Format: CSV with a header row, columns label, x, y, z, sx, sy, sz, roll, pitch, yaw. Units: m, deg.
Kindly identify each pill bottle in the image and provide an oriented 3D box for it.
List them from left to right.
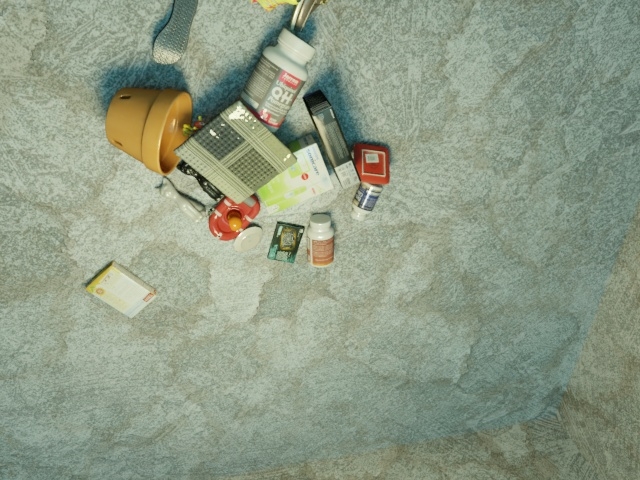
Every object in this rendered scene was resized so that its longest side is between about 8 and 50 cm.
label,x,y,z,sx,sy,sz,roll,pitch,yaw
pill bottle,-0.151,-0.554,1.588,0.176,0.176,0.319,24,113,-24
pill bottle,0.000,0.000,1.991,0.121,0.121,0.216,-5,122,-9
pill bottle,0.190,-0.172,1.943,0.094,0.094,0.170,14,117,-19

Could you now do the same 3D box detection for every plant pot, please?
label,x,y,z,sx,sy,sz,roll,pitch,yaw
plant pot,-0.584,-0.392,1.554,0.203,0.291,0.291,18,117,-3

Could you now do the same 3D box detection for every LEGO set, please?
label,x,y,z,sx,sy,sz,roll,pitch,yaw
LEGO set,-0.448,-0.104,1.834,0.023,0.054,0.083,44,142,-16

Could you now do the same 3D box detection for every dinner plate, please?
label,x,y,z,sx,sy,sz,roll,pitch,yaw
dinner plate,-0.303,0.000,1.948,0.141,0.017,0.141,-29,146,-22

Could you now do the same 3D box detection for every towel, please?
label,x,y,z,sx,sy,sz,roll,pitch,yaw
towel,-0.292,-0.304,1.624,0.312,0.056,0.324,-32,131,18

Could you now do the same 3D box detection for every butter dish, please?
label,x,y,z,sx,sy,sz,roll,pitch,yaw
butter dish,0.190,-0.298,1.860,0.160,0.118,0.160,3,81,-19

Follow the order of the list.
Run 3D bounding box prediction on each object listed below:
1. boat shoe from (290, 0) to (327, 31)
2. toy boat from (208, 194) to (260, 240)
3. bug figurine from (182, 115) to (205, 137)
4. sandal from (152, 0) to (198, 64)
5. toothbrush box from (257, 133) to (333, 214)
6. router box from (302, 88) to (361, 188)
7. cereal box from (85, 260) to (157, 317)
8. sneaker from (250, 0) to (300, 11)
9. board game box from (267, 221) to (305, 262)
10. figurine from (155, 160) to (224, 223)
label,x,y,z,sx,sy,sz,roll,pitch,yaw
boat shoe,-0.005,-0.832,1.489,0.096,0.117,0.325,19,110,-18
toy boat,-0.349,-0.089,1.844,0.151,0.151,0.231,37,108,-28
bug figurine,-0.359,-0.352,1.677,0.278,0.072,0.216,-10,134,-33
sandal,-0.473,-0.699,1.512,0.097,0.054,0.255,23,104,-32
toothbrush box,-0.120,-0.259,1.808,0.283,0.122,0.206,-23,122,1
router box,0.041,-0.377,1.698,0.080,0.243,0.309,-24,123,3
cereal box,-0.858,0.216,1.983,0.173,0.047,0.240,-38,121,12
sneaker,-0.148,-0.783,1.472,0.081,0.208,0.094,-40,149,-40
board game box,-0.154,0.010,2.020,0.126,0.026,0.186,10,118,-17
figurine,-0.510,-0.199,1.791,0.215,0.092,0.209,-42,112,15
